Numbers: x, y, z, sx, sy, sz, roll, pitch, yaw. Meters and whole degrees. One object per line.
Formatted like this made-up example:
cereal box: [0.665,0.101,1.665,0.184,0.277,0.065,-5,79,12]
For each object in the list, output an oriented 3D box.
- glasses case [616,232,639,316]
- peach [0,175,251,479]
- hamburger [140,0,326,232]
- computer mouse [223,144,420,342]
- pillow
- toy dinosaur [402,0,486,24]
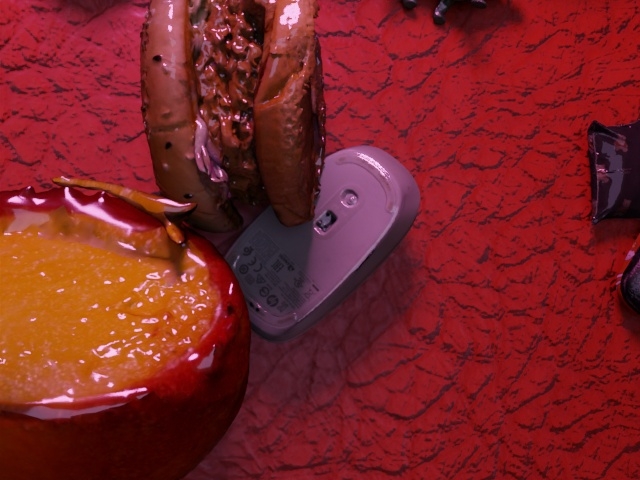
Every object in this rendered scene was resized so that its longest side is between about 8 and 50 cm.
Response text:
glasses case: [0.522,-0.007,1.078,0.103,0.067,0.267,36,83,-8]
peach: [-0.279,0.121,0.824,0.406,0.310,0.335,3,52,-2]
hamburger: [-0.090,-0.177,0.860,0.195,0.277,0.318,0,76,5]
computer mouse: [0.002,0.001,0.981,0.288,0.097,0.159,-46,74,1]
pillow: [0.424,-0.098,1.075,0.090,0.048,0.150,-4,94,-1]
toy dinosaur: [0.138,-0.362,1.023,0.292,0.079,0.120,-3,84,-10]
